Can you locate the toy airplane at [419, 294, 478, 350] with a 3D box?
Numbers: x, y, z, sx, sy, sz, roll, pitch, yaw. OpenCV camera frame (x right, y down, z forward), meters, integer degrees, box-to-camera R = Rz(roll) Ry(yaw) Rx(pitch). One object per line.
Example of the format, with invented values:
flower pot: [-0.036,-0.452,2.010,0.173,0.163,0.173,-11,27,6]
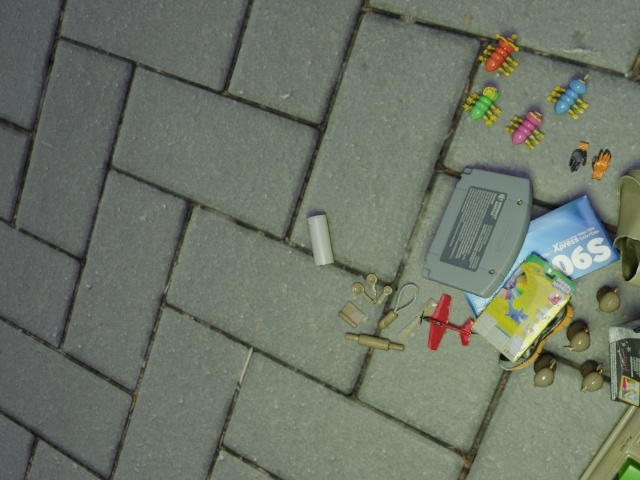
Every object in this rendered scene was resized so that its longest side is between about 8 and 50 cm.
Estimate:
toy airplane: [0.324,0.220,1.464,0.151,0.028,0.151,1,93,18]

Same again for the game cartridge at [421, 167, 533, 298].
game cartridge: [0.377,-0.019,1.354,0.196,0.060,0.294,19,82,41]

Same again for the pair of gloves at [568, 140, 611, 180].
pair of gloves: [0.624,-0.184,1.336,0.083,0.010,0.074,23,101,19]

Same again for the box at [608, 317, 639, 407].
box: [0.724,0.240,1.179,0.142,0.247,0.163,1,95,56]

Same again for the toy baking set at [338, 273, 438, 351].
toy baking set: [0.172,0.197,1.525,0.256,0.030,0.197,14,98,20]

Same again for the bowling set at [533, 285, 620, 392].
bowling set: [0.631,0.257,1.283,0.200,0.154,0.287,36,106,16]

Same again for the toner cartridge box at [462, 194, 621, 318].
toner cartridge box: [0.497,0.045,1.365,0.348,0.075,0.165,-29,81,21]

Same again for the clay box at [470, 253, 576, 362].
clay box: [0.462,0.152,1.307,0.127,0.053,0.222,42,106,25]

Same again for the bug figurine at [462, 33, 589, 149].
bug figurine: [0.471,-0.344,1.353,0.279,0.072,0.216,37,105,15]

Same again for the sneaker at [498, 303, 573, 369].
sneaker: [0.491,0.214,1.363,0.083,0.084,0.215,37,97,-18]

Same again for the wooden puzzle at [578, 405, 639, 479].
wooden puzzle: [0.808,0.532,1.271,0.348,0.080,0.322,31,103,17]

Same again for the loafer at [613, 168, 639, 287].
loafer: [0.678,-0.023,1.230,0.092,0.102,0.268,-4,78,-10]

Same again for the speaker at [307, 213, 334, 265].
speaker: [0.000,0.000,1.567,0.055,0.055,0.136,-10,89,22]
